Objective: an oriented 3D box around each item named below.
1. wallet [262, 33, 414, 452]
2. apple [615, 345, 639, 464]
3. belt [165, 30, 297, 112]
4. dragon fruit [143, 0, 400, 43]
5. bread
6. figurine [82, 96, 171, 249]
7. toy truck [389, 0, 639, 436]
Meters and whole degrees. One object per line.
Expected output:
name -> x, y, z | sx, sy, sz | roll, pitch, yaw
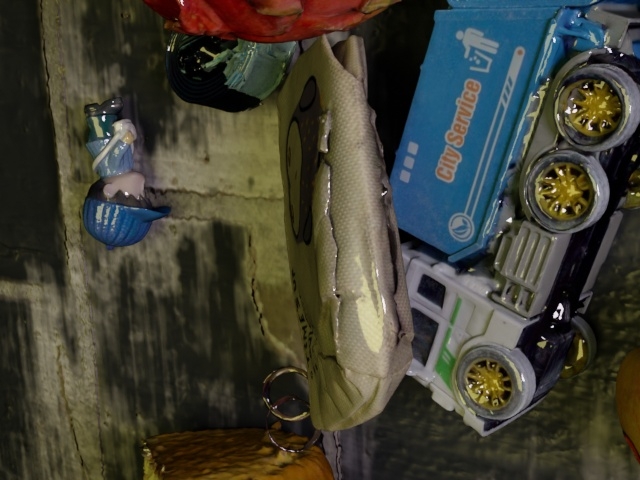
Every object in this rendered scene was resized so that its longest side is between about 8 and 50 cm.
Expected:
wallet -> 0.003, 0.000, 0.809 | 0.275, 0.068, 0.335 | 147, 120, -72
apple -> 0.295, 0.107, 0.699 | 0.155, 0.182, 0.182 | 49, 124, 22
belt -> -0.084, -0.172, 0.917 | 0.140, 0.058, 0.105 | -19, 73, 42
dragon fruit -> -0.024, -0.281, 0.738 | 0.343, 0.277, 0.277 | -13, 97, 10
bread -> -0.066, 0.273, 0.957 | 0.340, 0.179, 0.194 | 177, 84, -77
figurine -> -0.209, -0.068, 1.040 | 0.086, 0.087, 0.149 | -178, 73, -72
toy truck -> 0.157, -0.044, 0.766 | 0.175, 0.146, 0.367 | 29, 115, 32
